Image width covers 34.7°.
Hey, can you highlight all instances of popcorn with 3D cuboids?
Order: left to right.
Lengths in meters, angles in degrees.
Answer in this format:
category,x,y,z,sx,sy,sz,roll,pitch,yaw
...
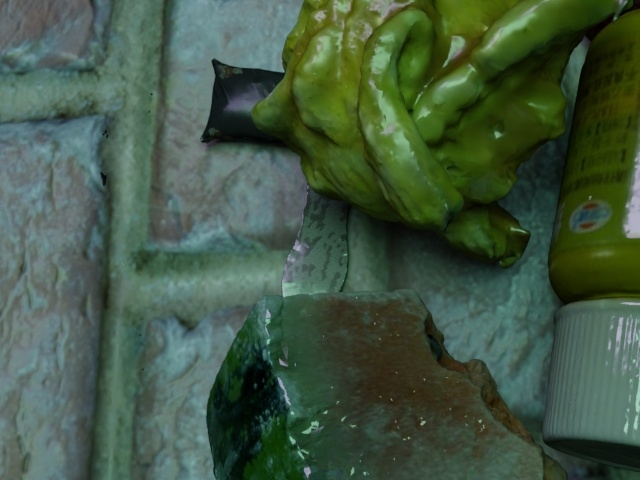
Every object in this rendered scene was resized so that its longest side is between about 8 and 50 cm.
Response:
category,x,y,z,sx,sy,sz,roll,pitch,yaw
popcorn,0.090,-0.135,0.935,0.290,0.321,0.326,19,48,5

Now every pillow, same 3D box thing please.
category,x,y,z,sx,sy,sz,roll,pitch,yaw
pillow,-0.051,-0.143,1.103,0.150,0.048,0.090,8,64,6

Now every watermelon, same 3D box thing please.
category,x,y,z,sx,sy,sz,roll,pitch,yaw
watermelon,0.038,0.173,0.906,0.302,0.151,0.264,-24,60,-7

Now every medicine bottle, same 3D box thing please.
category,x,y,z,sx,sy,sz,roll,pitch,yaw
medicine bottle,0.319,0.007,0.910,0.224,0.224,0.385,10,74,10

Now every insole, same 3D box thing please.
category,x,y,z,sx,sy,sz,roll,pitch,yaw
insole,0.000,0.000,1.064,0.065,0.006,0.194,6,69,9

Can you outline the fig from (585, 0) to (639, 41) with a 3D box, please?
category,x,y,z,sx,sy,sz,roll,pitch,yaw
fig,0.332,-0.280,1.091,0.109,0.103,0.155,9,77,-15
